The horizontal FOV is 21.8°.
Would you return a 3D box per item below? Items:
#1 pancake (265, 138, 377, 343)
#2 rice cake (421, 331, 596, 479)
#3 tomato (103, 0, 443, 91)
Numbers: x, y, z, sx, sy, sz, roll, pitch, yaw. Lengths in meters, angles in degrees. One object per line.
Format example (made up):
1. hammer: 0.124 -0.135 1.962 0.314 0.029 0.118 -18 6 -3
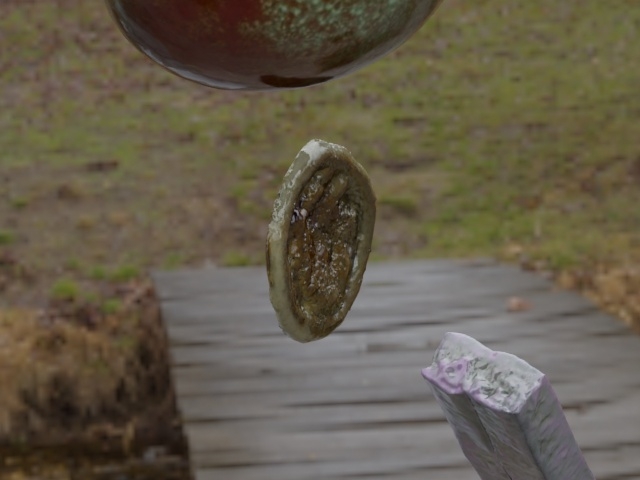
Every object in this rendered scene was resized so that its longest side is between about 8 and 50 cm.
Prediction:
1. pancake: 0.000 0.000 1.085 0.022 0.139 0.139 11 12 28
2. rice cake: 0.165 0.175 1.297 0.106 0.050 0.298 24 -22 38
3. tomato: -0.012 -0.216 0.936 0.223 0.270 0.270 0 6 0
